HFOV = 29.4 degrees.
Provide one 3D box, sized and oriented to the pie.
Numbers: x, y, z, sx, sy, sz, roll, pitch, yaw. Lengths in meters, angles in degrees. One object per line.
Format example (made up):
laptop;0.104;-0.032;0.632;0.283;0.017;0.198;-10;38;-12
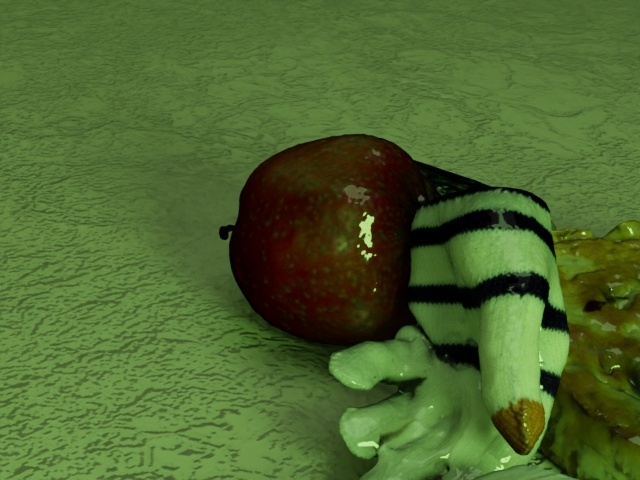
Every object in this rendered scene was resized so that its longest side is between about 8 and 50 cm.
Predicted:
pie;0.261;0.087;0.874;0.315;0.092;0.315;2;31;-1

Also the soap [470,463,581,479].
soap;0.115;0.167;0.596;0.121;0.064;0.183;-14;9;-28

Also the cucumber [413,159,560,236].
cucumber;0.093;-0.029;1.069;0.241;0.074;0.074;23;31;33

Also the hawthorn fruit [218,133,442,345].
hawthorn fruit;0.000;0.000;0.913;0.194;0.157;0.157;4;23;30

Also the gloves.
gloves;0.093;0.079;0.778;0.140;0.219;0.131;-2;-16;29
